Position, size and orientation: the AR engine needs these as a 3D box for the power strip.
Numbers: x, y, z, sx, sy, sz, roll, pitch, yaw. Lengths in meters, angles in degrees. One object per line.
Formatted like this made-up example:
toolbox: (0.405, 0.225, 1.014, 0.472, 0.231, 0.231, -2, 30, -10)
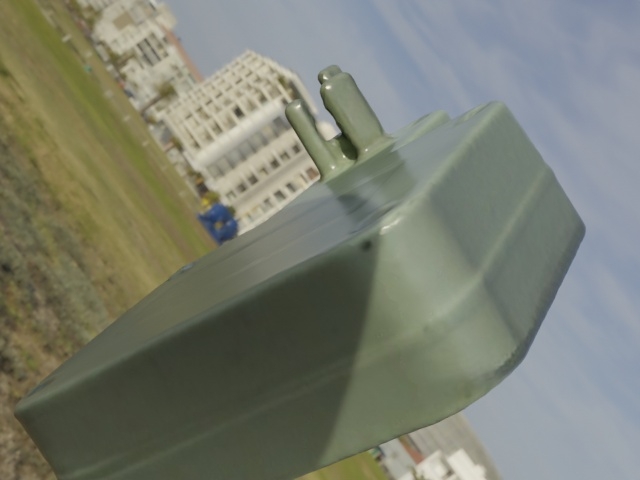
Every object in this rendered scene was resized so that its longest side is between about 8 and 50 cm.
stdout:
power strip: (0.000, 0.000, 0.475, 0.141, 0.230, 0.261, 57, 33, -7)
